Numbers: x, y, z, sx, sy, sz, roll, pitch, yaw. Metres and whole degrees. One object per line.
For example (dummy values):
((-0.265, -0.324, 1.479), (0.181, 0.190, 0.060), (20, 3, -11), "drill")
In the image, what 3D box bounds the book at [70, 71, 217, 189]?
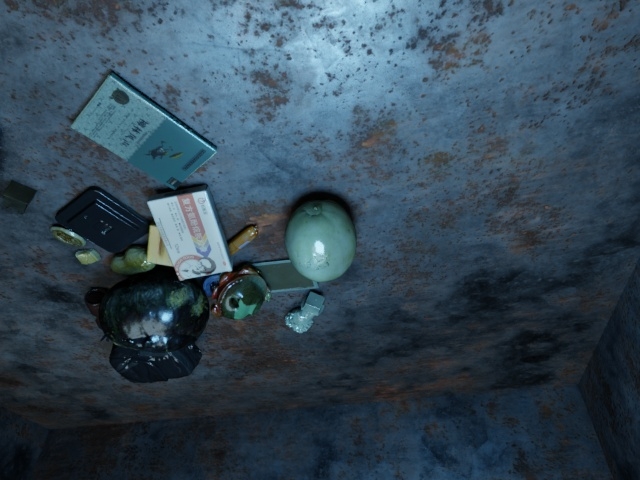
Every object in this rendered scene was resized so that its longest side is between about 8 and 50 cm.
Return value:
((-0.562, -0.332, 1.443), (0.264, 0.031, 0.379), (-32, 130, 33), "book")

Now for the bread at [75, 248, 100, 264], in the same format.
((-0.991, 0.067, 1.907), (0.084, 0.035, 0.070), (-11, 139, 3), "bread")

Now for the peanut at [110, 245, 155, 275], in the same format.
((-0.789, 0.085, 1.878), (0.237, 0.110, 0.120), (-9, 143, 24), "peanut")

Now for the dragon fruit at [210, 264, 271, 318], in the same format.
((-0.349, 0.242, 1.955), (0.269, 0.130, 0.295), (-19, 140, -36), "dragon fruit")

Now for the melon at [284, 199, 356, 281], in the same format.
((0.000, 0.000, 1.648), (0.269, 0.268, 0.330), (-2, 131, 2), "melon")

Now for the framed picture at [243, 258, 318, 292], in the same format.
((-0.173, 0.159, 2.020), (0.297, 0.019, 0.232), (-6, 138, 8), "framed picture")

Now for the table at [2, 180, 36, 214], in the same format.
((-1.099, -0.153, 1.627), (0.083, 0.070, 0.082), (26, 137, -28), "table")

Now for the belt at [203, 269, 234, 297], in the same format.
((-0.453, 0.193, 2.011), (0.142, 0.082, 0.190), (2, 139, -8), "belt")

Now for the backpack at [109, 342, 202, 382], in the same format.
((-0.851, 0.597, 2.355), (0.447, 0.254, 0.363), (-2, 137, 13), "backpack")

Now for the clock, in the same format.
((-0.842, -0.067, 1.739), (0.279, 0.049, 0.273), (-27, 132, 27), "clock")

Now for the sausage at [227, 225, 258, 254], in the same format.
((-0.366, 0.029, 1.844), (0.053, 0.053, 0.348), (33, 130, -32), "sausage")

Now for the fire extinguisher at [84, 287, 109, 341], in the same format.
((-1.067, 0.381, 2.193), (0.102, 0.138, 0.343), (15, 138, 5), "fire extinguisher")

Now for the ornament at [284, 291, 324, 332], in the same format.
((-0.061, 0.345, 2.158), (0.130, 0.120, 0.285), (36, 132, -8), "ornament")

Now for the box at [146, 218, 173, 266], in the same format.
((-0.538, 0.021, 1.779), (0.274, 0.076, 0.174), (11, 116, -11), "box")

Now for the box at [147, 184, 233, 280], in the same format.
((-0.479, -0.022, 1.681), (0.215, 0.069, 0.352), (-10, 122, 1), "box")

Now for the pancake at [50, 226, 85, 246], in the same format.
((-1.019, -0.015, 1.804), (0.140, 0.022, 0.139), (12, 151, 7), "pancake")

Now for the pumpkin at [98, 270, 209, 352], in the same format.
((-0.703, 0.303, 1.925), (0.455, 0.343, 0.454), (2, 172, 0), "pumpkin")
